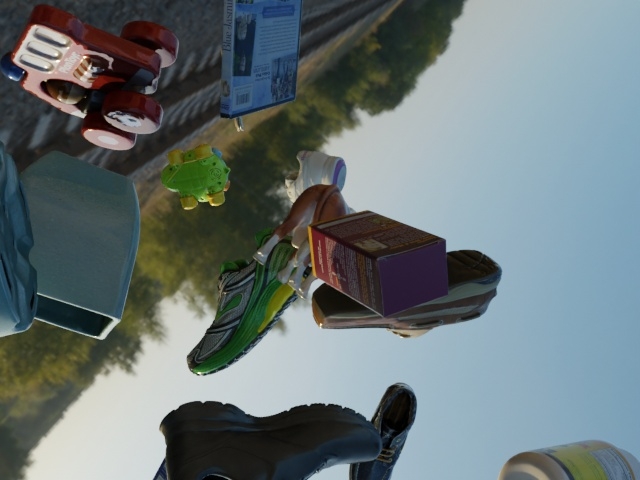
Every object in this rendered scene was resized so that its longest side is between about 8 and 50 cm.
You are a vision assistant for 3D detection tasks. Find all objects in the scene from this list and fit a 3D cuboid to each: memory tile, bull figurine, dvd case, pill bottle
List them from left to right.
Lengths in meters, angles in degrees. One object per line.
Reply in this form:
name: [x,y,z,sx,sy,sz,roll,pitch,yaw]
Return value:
memory tile: [-0.157,-0.268,1.364,0.012,0.148,0.113,-11,-171,-2]
dvd case: [-0.077,-0.306,1.063,0.180,0.022,0.253,-33,133,-57]
bull figurine: [0.000,0.000,1.280,0.188,0.101,0.310,-53,161,-6]
pill bottle: [0.347,0.333,1.033,0.215,0.117,0.117,5,149,-39]

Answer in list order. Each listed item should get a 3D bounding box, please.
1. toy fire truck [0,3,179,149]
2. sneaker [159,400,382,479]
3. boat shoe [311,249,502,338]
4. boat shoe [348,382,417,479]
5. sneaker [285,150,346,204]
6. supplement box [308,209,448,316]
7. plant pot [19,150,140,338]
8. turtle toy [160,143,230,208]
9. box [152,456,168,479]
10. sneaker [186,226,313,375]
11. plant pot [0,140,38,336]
toy fire truck: [-0.404,-0.288,1.314,0.302,0.254,0.169,-15,-119,55]
sneaker: [-0.058,0.279,0.964,0.109,0.286,0.130,108,-21,-48]
boat shoe: [0.148,0.108,1.264,0.324,0.120,0.122,-9,-148,-12]
boat shoe: [0.087,0.291,1.097,0.083,0.065,0.183,67,44,-81]
sneaker: [-0.022,-0.104,2.018,0.114,0.152,0.305,-47,153,-53]
supplement box: [0.073,0.025,1.021,0.104,0.080,0.188,-15,-159,-24]
plant pot: [-0.434,-0.002,1.300,0.247,0.248,0.252,-33,-141,64]
turtle toy: [-0.192,-0.100,1.171,0.130,0.095,0.066,-6,-163,24]
box: [-0.241,0.462,1.263,0.036,0.136,0.225,-5,130,-58]
sneaker: [-0.146,0.118,1.445,0.343,0.146,0.134,-50,174,15]
plant pot: [-0.554,0.014,0.961,0.334,0.341,0.341,-9,-179,-11]
